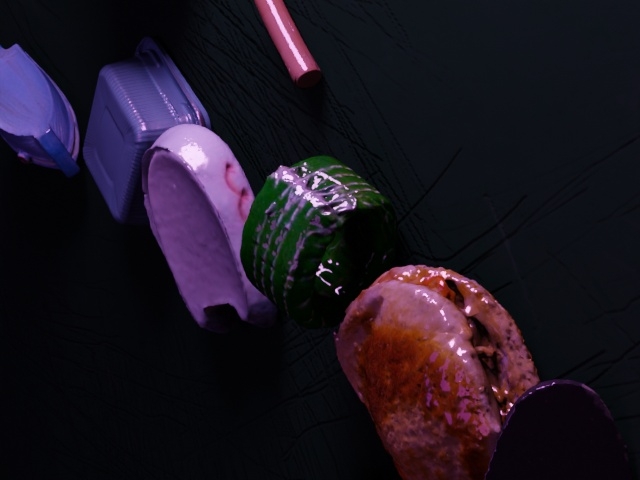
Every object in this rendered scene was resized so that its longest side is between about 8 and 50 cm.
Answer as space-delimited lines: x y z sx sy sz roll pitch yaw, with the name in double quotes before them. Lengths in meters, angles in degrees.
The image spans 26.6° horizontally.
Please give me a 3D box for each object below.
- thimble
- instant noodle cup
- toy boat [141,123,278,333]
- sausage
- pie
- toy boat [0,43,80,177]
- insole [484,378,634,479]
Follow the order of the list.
"thimble" 0.000 0.000 1.094 0.090 0.118 0.130 42 151 38
"instant noodle cup" -0.188 -0.101 1.394 0.157 0.070 0.179 57 143 32
"toy boat" -0.097 -0.013 1.294 0.134 0.078 0.208 -13 100 56
"sausage" -0.032 -0.184 1.167 0.116 0.026 0.026 65 145 22
"pie" 0.087 0.121 1.026 0.205 0.084 0.179 63 144 17
"toy boat" -0.342 -0.147 1.619 0.215 0.088 0.102 49 172 36
"insole" 0.175 0.246 0.945 0.012 0.110 0.310 -66 -34 -77
